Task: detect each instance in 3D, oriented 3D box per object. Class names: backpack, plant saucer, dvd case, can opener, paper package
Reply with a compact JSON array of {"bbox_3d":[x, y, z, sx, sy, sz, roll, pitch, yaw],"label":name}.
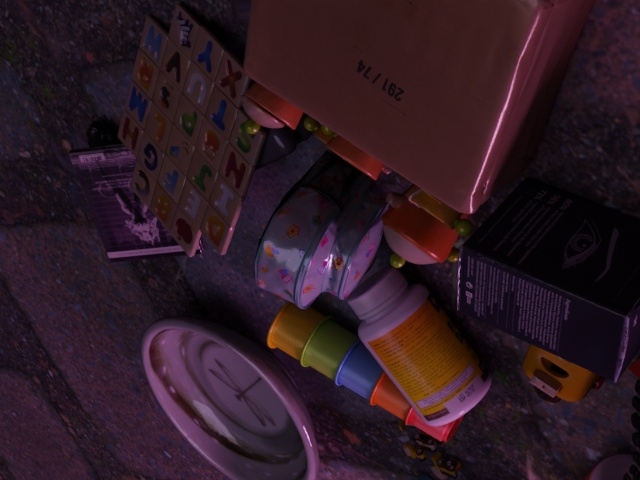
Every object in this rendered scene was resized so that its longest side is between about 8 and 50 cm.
[{"bbox_3d":[0.000,0.000,1.472,0.144,0.188,0.166,34,142,18],"label":"backpack"},{"bbox_3d":[-0.142,0.275,1.955,0.400,0.100,0.400,27,140,25],"label":"plant saucer"},{"bbox_3d":[-0.298,-0.062,1.799,0.165,0.018,0.221,-6,125,12],"label":"dvd case"},{"bbox_3d":[-0.129,-0.138,1.572,0.283,0.076,0.095,-20,110,51],"label":"can opener"},{"bbox_3d":[0.103,-0.243,1.157,0.325,0.168,0.309,35,141,19],"label":"paper package"}]

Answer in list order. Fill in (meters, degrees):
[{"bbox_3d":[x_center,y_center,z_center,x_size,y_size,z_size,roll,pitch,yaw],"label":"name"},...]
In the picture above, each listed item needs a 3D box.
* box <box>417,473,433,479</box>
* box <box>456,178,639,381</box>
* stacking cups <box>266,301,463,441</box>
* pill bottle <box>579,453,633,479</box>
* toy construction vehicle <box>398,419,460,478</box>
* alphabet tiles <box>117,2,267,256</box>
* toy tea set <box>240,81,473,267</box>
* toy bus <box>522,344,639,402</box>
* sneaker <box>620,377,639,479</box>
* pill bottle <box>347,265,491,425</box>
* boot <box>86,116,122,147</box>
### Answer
[{"bbox_3d":[0.232,0.500,1.814,0.244,0.060,0.100,40,144,10],"label":"box"},{"bbox_3d":[0.281,0.040,1.250,0.207,0.153,0.108,26,139,29],"label":"box"},{"bbox_3d":[0.066,0.204,1.674,0.316,0.096,0.096,32,142,21],"label":"stacking cups"},{"bbox_3d":[0.378,0.388,1.504,0.121,0.121,0.221,40,144,11],"label":"pill bottle"},{"bbox_3d":[0.172,0.324,1.739,0.098,0.035,0.086,15,144,40],"label":"toy construction vehicle"},{"bbox_3d":[-0.194,-0.151,1.586,0.285,0.011,0.342,47,135,26],"label":"alphabet tiles"},{"bbox_3d":[0.041,-0.078,1.344,0.336,0.124,0.200,36,-177,17],"label":"toy tea set"},{"bbox_3d":[0.303,0.146,1.368,0.191,0.104,0.202,-11,115,50],"label":"toy bus"},{"bbox_3d":[0.452,0.243,1.305,0.130,0.147,0.330,-117,30,-56],"label":"sneaker"},{"bbox_3d":[0.133,0.143,1.530,0.215,0.117,0.117,53,144,-7],"label":"pill bottle"},{"bbox_3d":[-0.337,-0.137,1.815,0.099,0.045,0.121,23,132,28],"label":"boot"}]
